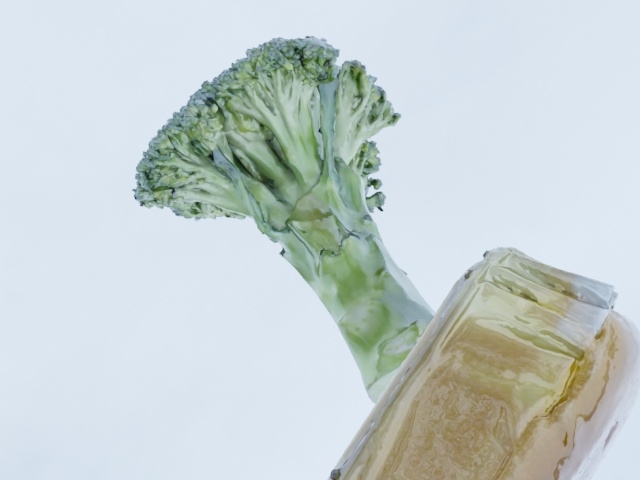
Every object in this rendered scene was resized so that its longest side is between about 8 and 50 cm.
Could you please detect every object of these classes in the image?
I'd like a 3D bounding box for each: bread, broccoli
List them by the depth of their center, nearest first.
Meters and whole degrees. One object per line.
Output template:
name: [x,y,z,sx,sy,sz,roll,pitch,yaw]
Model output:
bread: [0.081,0.128,1.002,0.107,0.136,0.241,32,81,21]
broccoli: [-0.010,-0.013,1.578,0.221,0.361,0.252,-39,123,11]
